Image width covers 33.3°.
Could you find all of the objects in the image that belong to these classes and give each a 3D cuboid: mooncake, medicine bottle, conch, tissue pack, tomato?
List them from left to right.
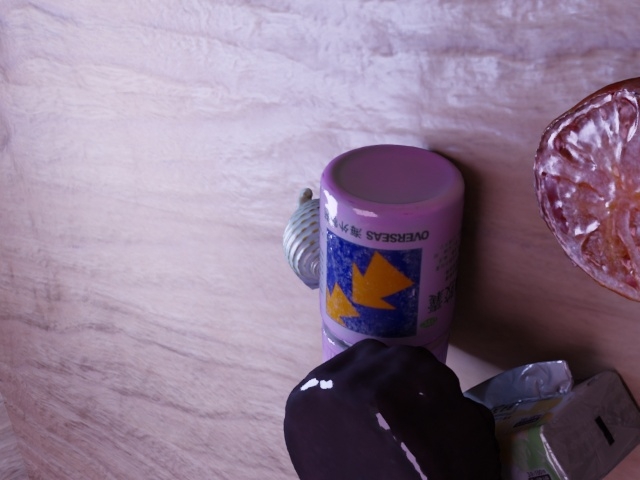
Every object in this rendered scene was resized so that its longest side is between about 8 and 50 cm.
[{"bbox_3d":[0.006,0.002,1.488,0.102,0.153,0.135,6,131,12],"label":"conch"},{"bbox_3d":[0.086,0.042,1.360,0.178,0.178,0.291,28,131,37],"label":"medicine bottle"},{"bbox_3d":[0.089,0.254,1.267,0.283,0.141,0.283,30,133,38],"label":"mooncake"},{"bbox_3d":[0.246,0.231,1.302,0.145,0.159,0.229,60,144,4],"label":"tissue pack"},{"bbox_3d":[0.330,-0.059,1.076,0.236,0.095,0.237,34,137,38],"label":"tomato"}]
